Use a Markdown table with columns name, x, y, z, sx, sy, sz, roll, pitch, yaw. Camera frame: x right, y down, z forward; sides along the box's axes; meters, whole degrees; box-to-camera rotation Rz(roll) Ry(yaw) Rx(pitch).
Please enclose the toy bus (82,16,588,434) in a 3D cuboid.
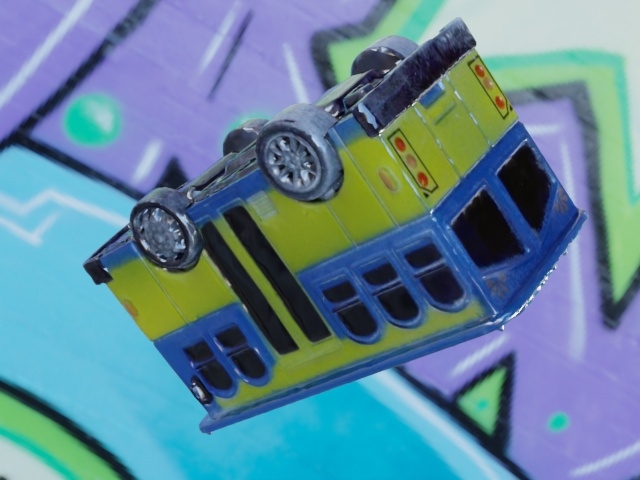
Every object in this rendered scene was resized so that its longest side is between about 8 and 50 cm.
| name | x | y | z | sx | sy | sz | roll | pitch | yaw |
| --- | --- | --- | --- | --- | --- | --- | --- | --- | --- |
| toy bus | 0.000 | 0.000 | 0.807 | 0.175 | 0.287 | 0.138 | 55 | 44 | -9 |
